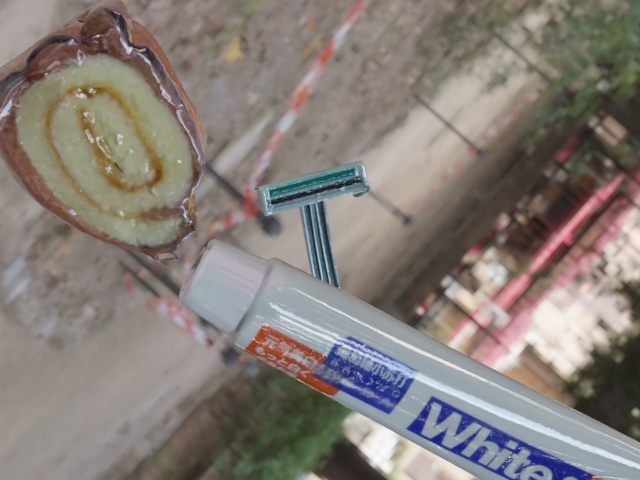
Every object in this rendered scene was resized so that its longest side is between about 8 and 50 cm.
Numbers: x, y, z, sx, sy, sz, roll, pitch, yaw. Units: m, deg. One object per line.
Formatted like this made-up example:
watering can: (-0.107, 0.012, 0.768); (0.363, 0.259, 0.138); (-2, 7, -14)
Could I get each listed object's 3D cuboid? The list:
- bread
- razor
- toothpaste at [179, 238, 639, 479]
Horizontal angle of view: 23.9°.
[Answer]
bread: (-0.198, -0.095, 1.402); (0.190, 0.244, 0.123); (-25, -155, 13)
razor: (-0.001, -0.004, 0.997); (0.068, 0.037, 0.191); (-14, 156, -2)
toothpaste: (0.053, 0.060, 0.514); (0.052, 0.218, 0.033); (-56, -169, 34)
